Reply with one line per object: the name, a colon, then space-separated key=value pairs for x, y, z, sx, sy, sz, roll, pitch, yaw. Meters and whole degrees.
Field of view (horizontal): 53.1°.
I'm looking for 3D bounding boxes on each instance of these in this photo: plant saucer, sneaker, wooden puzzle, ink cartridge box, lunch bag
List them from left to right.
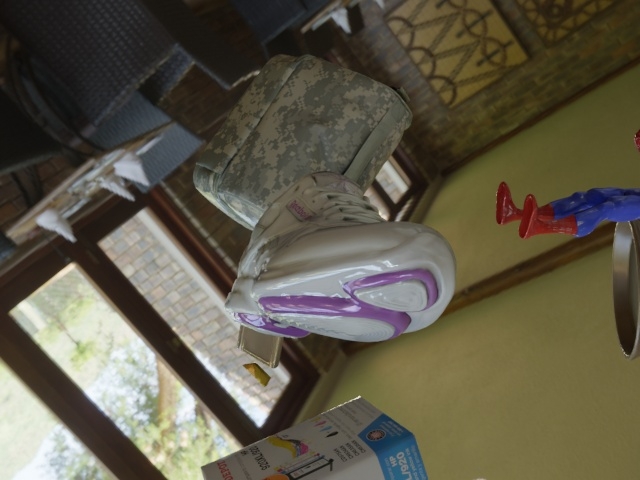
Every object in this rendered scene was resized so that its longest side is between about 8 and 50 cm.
wooden puzzle: x=-0.079 y=0.128 z=0.856 sx=0.014 sy=0.079 sz=0.116 roll=-5 pitch=116 yaw=-52
lunch bag: x=-0.021 y=-0.129 z=1.023 sx=0.256 sy=0.212 sz=0.305 roll=22 pitch=-106 yaw=51
ink cartridge box: x=-0.001 y=0.326 z=0.769 sx=0.233 sy=0.168 sz=0.171 roll=-20 pitch=-172 yaw=-17
sneaker: x=0.000 y=0.000 z=0.506 sx=0.305 sy=0.114 sz=0.152 roll=-14 pitch=-121 yaw=64
plant saucer: x=0.589 y=0.086 z=1.202 sx=0.041 sy=0.277 sz=0.278 roll=0 pitch=-156 yaw=16

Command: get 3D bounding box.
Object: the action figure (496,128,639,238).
action figure: x=0.342 y=-0.074 z=0.689 sx=0.280 sy=0.139 sz=0.091 roll=0 pitch=-160 yaw=-13
